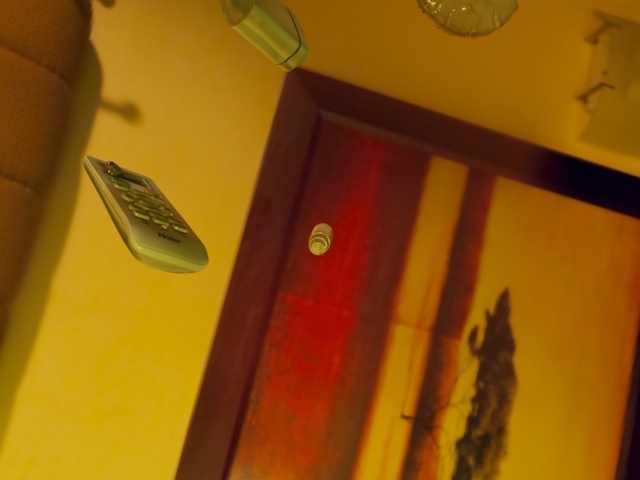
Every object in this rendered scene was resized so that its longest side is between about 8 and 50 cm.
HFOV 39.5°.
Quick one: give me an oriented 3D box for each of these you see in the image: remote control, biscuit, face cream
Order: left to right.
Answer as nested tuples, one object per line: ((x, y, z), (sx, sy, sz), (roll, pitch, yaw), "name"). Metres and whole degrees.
((-0.229, -0.034, 1.125), (0.051, 0.103, 0.293), (-62, -147, 12), "remote control")
((0.000, 0.000, 1.359), (0.130, 0.034, 0.034), (-75, -177, -80), "face cream")
((0.240, -0.434, 1.564), (0.038, 0.289, 0.141), (25, -85, 57), "biscuit")

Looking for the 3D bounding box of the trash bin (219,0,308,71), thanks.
((-0.086, -0.329, 1.328), (0.059, 0.130, 0.116), (-36, -130, 20), "trash bin")
